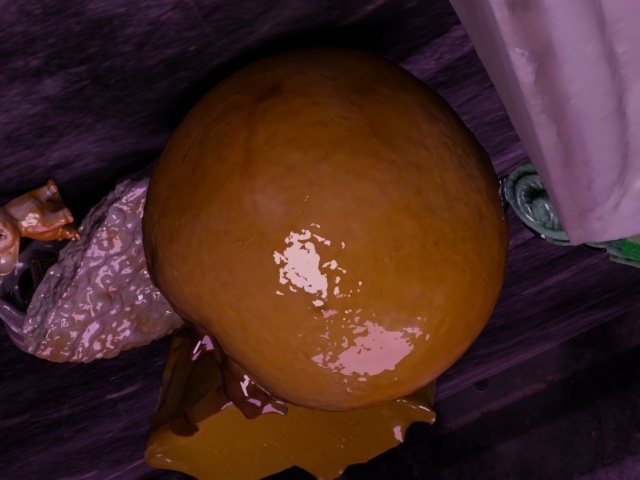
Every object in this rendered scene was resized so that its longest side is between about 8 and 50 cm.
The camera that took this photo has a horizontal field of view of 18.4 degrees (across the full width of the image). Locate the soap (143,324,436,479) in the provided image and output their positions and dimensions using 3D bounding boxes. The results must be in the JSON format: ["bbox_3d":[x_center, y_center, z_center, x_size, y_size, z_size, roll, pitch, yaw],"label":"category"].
[{"bbox_3d":[-0.017,0.066,1.701,0.259,0.281,0.143,-27,125,32],"label":"soap"}]

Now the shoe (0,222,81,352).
[{"bbox_3d":[-0.212,0.026,1.678,0.180,0.089,0.092,-27,154,16],"label":"shoe"}]

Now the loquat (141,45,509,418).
[{"bbox_3d":[0.000,0.000,1.418,0.275,0.274,0.275,-19,169,-4],"label":"loquat"}]

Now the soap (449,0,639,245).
[{"bbox_3d":[0.248,-0.203,0.862,0.435,0.213,0.350,-22,151,2],"label":"soap"}]

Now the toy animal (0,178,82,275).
[{"bbox_3d":[-0.233,-0.009,1.527,0.083,0.060,0.081,-27,169,-10],"label":"toy animal"}]

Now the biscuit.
[{"bbox_3d":[-0.134,0.007,1.610,0.265,0.040,0.188,-33,141,-15],"label":"biscuit"}]

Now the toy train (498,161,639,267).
[{"bbox_3d":[0.213,-0.105,1.295,0.202,0.300,0.120,13,-135,31],"label":"toy train"}]
